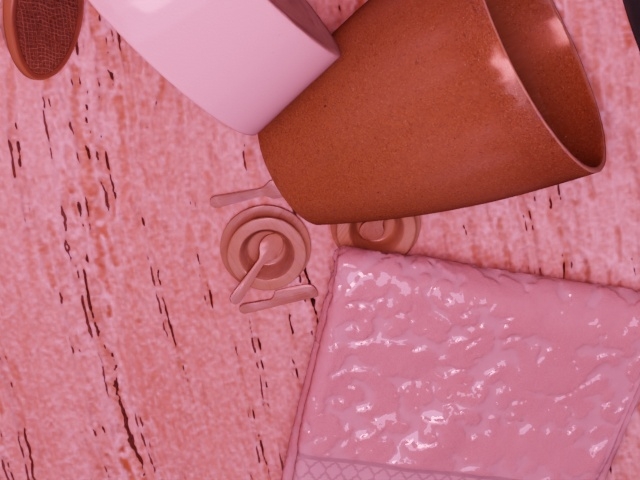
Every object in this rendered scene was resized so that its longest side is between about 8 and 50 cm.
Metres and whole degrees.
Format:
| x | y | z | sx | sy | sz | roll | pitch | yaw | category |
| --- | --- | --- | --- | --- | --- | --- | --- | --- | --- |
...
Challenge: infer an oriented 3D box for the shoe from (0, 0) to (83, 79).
| x | y | z | sx | sy | sz | roll | pitch | yaw | category |
| --- | --- | --- | --- | --- | --- | --- | --- | --- | --- |
| -0.255 | -0.249 | 1.427 | 0.076 | 0.058 | 0.219 | -16 | 121 | -30 | shoe |

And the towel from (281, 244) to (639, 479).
| x | y | z | sx | sy | sz | roll | pitch | yaw | category |
| --- | --- | --- | --- | --- | --- | --- | --- | --- | --- |
| 0.142 | 0.171 | 1.596 | 0.332 | 0.053 | 0.317 | 9 | 112 | -13 | towel |

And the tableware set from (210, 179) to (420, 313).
| x | y | z | sx | sy | sz | roll | pitch | yaw | category |
| --- | --- | --- | --- | --- | --- | --- | --- | --- | --- |
| 0.000 | 0.000 | 1.542 | 0.194 | 0.039 | 0.128 | -13 | 113 | 4 | tableware set |

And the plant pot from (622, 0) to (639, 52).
| x | y | z | sx | sy | sz | roll | pitch | yaw | category |
| --- | --- | --- | --- | --- | --- | --- | --- | --- | --- |
| 0.331 | -0.251 | 1.388 | 0.165 | 0.165 | 0.234 | -7 | 121 | 1 | plant pot |

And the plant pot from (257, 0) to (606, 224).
| x | y | z | sx | sy | sz | roll | pitch | yaw | category |
| --- | --- | --- | --- | --- | --- | --- | --- | --- | --- |
| 0.081 | -0.115 | 1.413 | 0.254 | 0.237 | 0.237 | -26 | 112 | 22 | plant pot |

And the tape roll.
| x | y | z | sx | sy | sz | roll | pitch | yaw | category |
| --- | --- | --- | --- | --- | --- | --- | --- | --- | --- |
| -0.114 | -0.219 | 1.311 | 0.100 | 0.286 | 0.286 | -41 | 108 | 11 | tape roll |
